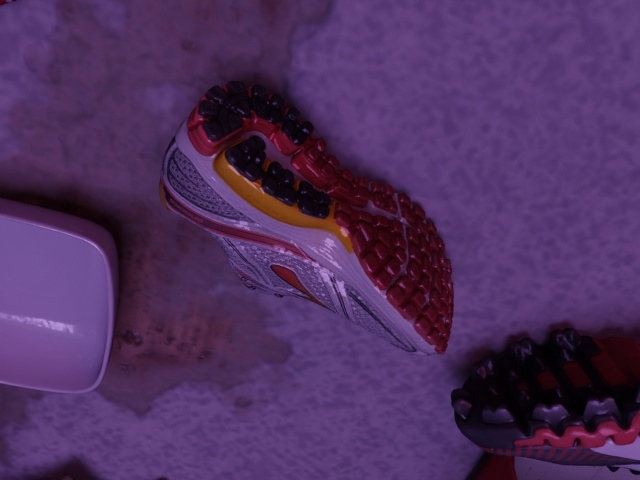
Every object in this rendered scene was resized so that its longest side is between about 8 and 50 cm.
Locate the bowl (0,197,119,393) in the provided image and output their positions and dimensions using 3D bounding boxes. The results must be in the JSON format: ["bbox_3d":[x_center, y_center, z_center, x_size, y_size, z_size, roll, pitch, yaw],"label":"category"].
[{"bbox_3d":[-0.206,0.032,0.429,0.142,0.053,0.142,13,119,-5],"label":"bowl"}]

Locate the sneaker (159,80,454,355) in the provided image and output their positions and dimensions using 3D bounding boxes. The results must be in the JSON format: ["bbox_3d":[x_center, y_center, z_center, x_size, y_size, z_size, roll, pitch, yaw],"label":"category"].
[{"bbox_3d":[0.000,0.000,0.396,0.225,0.088,0.093,40,134,-19],"label":"sneaker"}]

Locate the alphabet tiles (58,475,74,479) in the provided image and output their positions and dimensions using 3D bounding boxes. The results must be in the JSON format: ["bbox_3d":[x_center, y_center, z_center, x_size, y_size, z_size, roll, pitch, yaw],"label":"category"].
[{"bbox_3d":[-0.249,0.367,0.586,0.343,0.011,0.285,-31,117,-2],"label":"alphabet tiles"}]

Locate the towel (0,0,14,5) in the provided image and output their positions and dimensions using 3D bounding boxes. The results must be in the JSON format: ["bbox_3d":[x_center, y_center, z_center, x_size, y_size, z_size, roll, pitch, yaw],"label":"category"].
[{"bbox_3d":[-0.312,-0.194,0.315,0.275,0.031,0.198,-9,120,7],"label":"towel"}]

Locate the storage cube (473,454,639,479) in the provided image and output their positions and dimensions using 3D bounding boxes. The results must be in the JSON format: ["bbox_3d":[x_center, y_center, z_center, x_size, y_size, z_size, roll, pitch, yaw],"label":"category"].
[{"bbox_3d":[0.199,0.299,0.479,0.184,0.215,0.193,15,126,-7],"label":"storage cube"}]

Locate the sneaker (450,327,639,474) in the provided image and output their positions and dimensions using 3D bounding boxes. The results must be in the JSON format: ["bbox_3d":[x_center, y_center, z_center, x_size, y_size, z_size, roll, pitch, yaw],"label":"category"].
[{"bbox_3d":[0.235,0.127,0.439,0.276,0.097,0.135,-10,117,6],"label":"sneaker"}]
